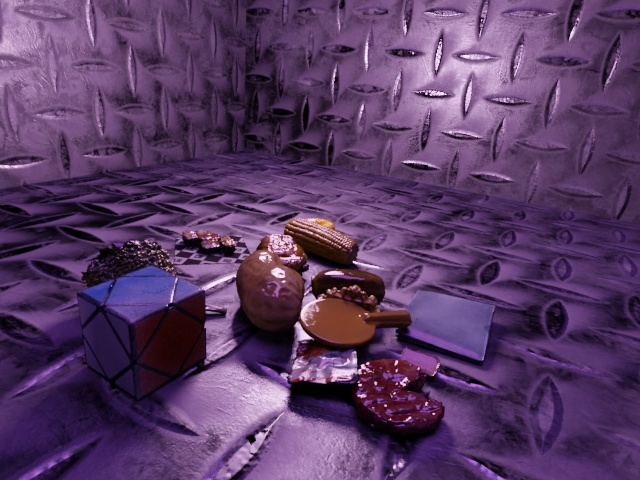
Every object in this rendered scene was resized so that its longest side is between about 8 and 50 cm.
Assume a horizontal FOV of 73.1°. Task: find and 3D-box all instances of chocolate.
[{"bbox_3d":[0.253,0.317,1.107,0.101,0.031,0.064,11,39,25],"label":"chocolate"}]

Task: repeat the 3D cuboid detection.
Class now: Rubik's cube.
[{"bbox_3d":[-0.413,0.203,1.018,0.205,0.207,0.205,18,26,29],"label":"Rubik's cube"}]

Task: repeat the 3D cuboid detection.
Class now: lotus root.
[{"bbox_3d":[0.088,0.153,1.368,0.241,0.123,0.123,3,11,-4],"label":"lotus root"}]

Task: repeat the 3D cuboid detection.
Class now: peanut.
[{"bbox_3d":[-0.153,0.135,1.294,0.193,0.169,0.387,-17,26,-13],"label":"peanut"}]

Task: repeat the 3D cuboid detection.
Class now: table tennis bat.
[{"bbox_3d":[0.100,0.217,1.174,0.321,0.050,0.198,2,26,-18],"label":"table tennis bat"}]

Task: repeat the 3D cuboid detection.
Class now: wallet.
[{"bbox_3d":[0.383,0.242,1.299,0.252,0.054,0.290,12,24,22],"label":"wallet"}]

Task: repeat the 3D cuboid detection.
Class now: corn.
[{"bbox_3d":[0.000,0.000,1.748,0.345,0.131,0.131,20,26,33],"label":"corn"}]

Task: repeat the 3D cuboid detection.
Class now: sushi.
[{"bbox_3d":[-0.432,0.011,1.720,0.295,0.059,0.292,-2,22,-18],"label":"sushi"}]

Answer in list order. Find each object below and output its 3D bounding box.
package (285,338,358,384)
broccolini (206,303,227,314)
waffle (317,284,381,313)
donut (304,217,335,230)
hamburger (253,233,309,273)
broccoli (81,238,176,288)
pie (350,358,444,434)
[{"bbox_3d":[0.011,0.288,1.071,0.166,0.039,0.232,-3,11,7],"label":"package"},{"bbox_3d":[-0.377,0.187,1.265,0.203,0.068,0.091,-1,2,-17],"label":"broccolini"},{"bbox_3d":[0.078,0.207,1.285,0.192,0.160,0.046,-22,20,14],"label":"waffle"},{"bbox_3d":[-0.018,-0.053,1.950,0.174,0.074,0.190,-14,27,-39],"label":"donut"},{"bbox_3d":[-0.146,0.056,1.572,0.184,0.129,0.206,-6,26,-19],"label":"hamburger"},{"bbox_3d":[-0.539,0.132,1.250,0.243,0.272,0.180,-24,66,-29],"label":"broccoli"},{"bbox_3d":[0.170,0.349,0.980,0.205,0.053,0.218,5,23,1],"label":"pie"}]
